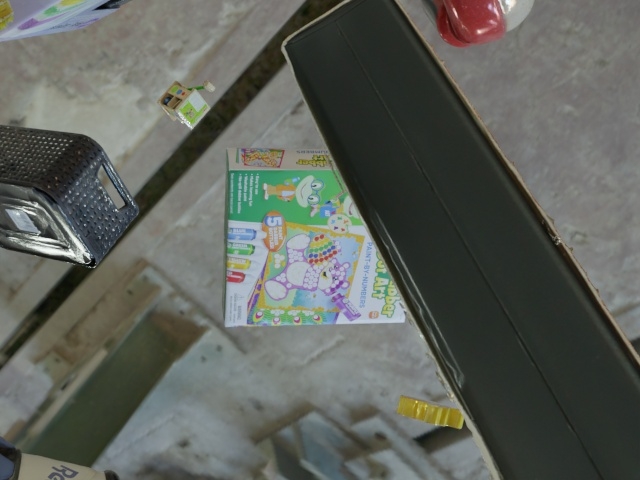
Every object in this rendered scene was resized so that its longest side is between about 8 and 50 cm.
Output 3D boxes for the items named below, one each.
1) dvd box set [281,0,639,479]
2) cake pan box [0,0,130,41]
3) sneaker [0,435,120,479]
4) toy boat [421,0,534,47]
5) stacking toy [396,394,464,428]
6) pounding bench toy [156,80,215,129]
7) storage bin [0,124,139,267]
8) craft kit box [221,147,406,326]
[{"bbox_3d":[0.136,0.105,0.509,0.062,0.307,0.420,-31,142,7],"label":"dvd box set"},{"bbox_3d":[-0.265,-0.332,1.207,0.246,0.267,0.070,-22,100,16],"label":"cake pan box"},{"bbox_3d":[-0.158,0.253,0.596,0.182,0.315,0.127,12,132,-20],"label":"sneaker"},{"bbox_3d":[0.037,-0.224,0.652,0.151,0.151,0.231,-25,122,7],"label":"toy boat"},{"bbox_3d":[0.140,0.232,0.810,0.221,0.167,0.052,9,173,42],"label":"stacking toy"},{"bbox_3d":[-0.226,-0.244,1.682,0.065,0.083,0.052,29,165,41],"label":"pounding bench toy"},{"bbox_3d":[-0.306,-0.050,1.075,0.180,0.084,0.122,10,141,33],"label":"storage bin"},{"bbox_3d":[0.000,0.000,1.257,0.246,0.061,0.250,-3,127,-10],"label":"craft kit box"}]
